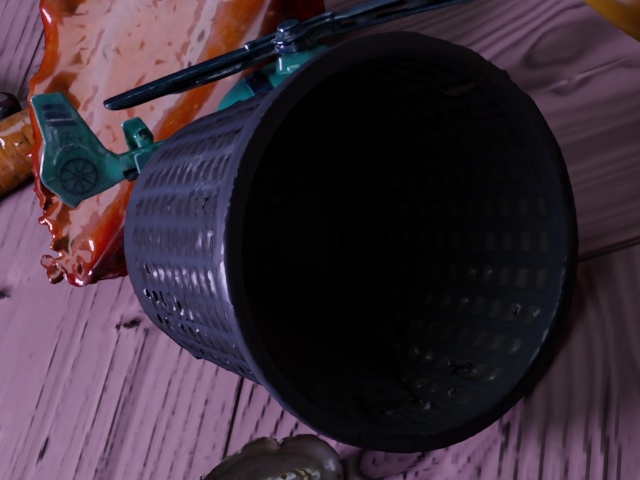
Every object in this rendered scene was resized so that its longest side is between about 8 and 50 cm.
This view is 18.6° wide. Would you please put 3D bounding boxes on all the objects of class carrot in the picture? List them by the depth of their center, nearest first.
[{"bbox_3d":[-0.170,-0.062,1.188,0.191,0.047,0.047,-25,36,10],"label":"carrot"}]

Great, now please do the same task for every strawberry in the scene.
[{"bbox_3d":[-0.068,-0.074,1.064,0.174,0.098,0.228,-5,66,19],"label":"strawberry"}]

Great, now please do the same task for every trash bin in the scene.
[{"bbox_3d":[0.000,0.000,0.860,0.175,0.175,0.161,-51,23,-18],"label":"trash bin"}]

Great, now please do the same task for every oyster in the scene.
[{"bbox_3d":[-0.024,0.129,0.847,0.083,0.038,0.081,-15,58,-14],"label":"oyster"}]

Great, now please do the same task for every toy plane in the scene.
[{"bbox_3d":[-0.023,-0.060,0.963,0.235,0.096,0.060,-19,30,-5],"label":"toy plane"}]

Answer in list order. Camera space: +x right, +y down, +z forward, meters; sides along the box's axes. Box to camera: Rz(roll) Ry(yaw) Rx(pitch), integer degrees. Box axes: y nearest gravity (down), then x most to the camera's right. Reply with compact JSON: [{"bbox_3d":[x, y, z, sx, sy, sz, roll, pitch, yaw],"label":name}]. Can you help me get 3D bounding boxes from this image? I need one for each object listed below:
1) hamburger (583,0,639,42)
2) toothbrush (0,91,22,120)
[{"bbox_3d":[0.210,-0.180,0.756,0.302,0.261,0.186,-27,33,45],"label":"hamburger"},{"bbox_3d":[-0.305,-0.114,1.375,0.364,0.041,0.041,16,61,50],"label":"toothbrush"}]
